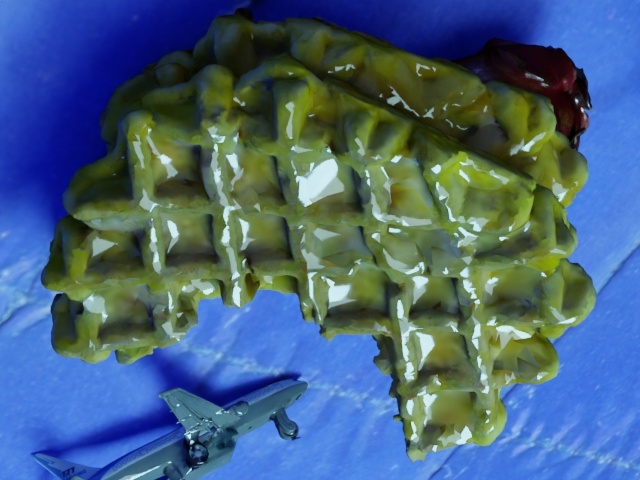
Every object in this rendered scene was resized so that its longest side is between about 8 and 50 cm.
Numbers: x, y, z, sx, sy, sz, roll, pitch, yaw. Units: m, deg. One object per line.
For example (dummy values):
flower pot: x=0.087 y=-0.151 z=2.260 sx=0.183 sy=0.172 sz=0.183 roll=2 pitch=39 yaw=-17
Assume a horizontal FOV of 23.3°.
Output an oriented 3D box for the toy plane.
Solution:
toy plane: x=-0.103 y=0.156 z=1.186 sx=0.226 sy=0.058 sz=0.226 roll=-14 pitch=150 yaw=-24

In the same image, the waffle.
waffle: x=0.000 y=0.000 z=0.968 sx=0.324 sy=0.151 sz=0.261 roll=14 pitch=120 yaw=-11

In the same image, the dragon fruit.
dragon fruit: x=0.073 y=-0.057 z=1.082 sx=0.246 sy=0.125 sz=0.125 roll=-15 pitch=151 yaw=0
